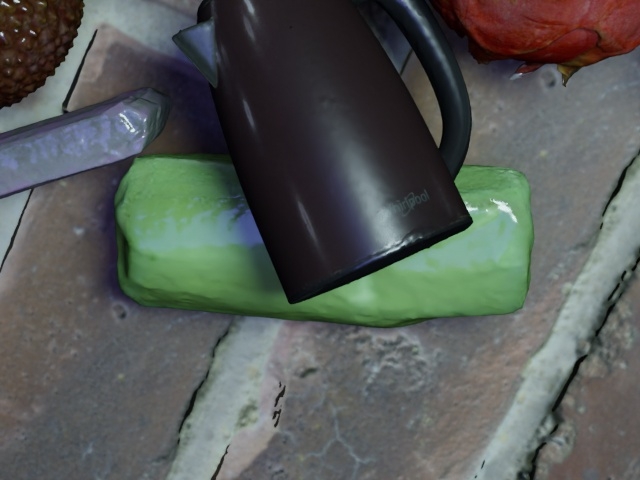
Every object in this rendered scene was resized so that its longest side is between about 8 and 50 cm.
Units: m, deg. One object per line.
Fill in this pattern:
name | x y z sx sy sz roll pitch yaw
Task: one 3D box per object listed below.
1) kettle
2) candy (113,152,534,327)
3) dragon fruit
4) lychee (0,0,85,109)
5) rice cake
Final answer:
kettle | 0.019 -0.096 0.887 0.202 0.144 0.232 -22 86 -19
candy | 0.000 0.000 1.016 0.343 0.132 0.142 2 88 5
dragon fruit | 0.174 -0.246 0.885 0.252 0.241 0.241 -33 100 32
lychee | -0.279 -0.194 0.970 0.194 0.194 0.195 1 105 5
rice cake | -0.271 -0.062 1.037 0.297 0.106 0.050 -16 104 9
